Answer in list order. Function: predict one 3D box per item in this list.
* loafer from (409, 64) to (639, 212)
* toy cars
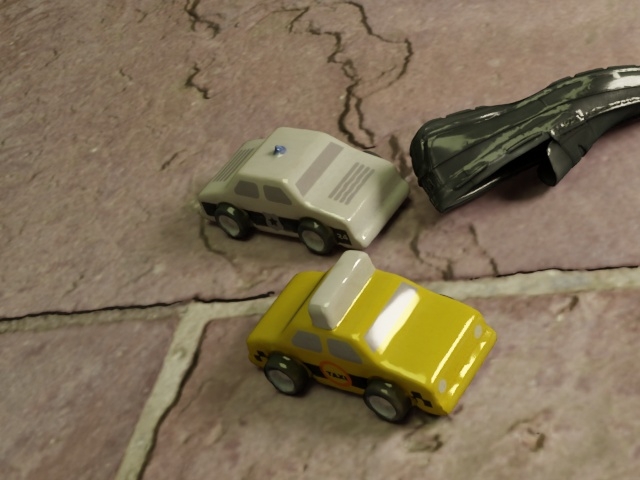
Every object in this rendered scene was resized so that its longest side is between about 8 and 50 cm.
[{"bbox_3d":[0.184,-0.082,1.088,0.223,0.076,0.078,-18,73,-3],"label":"loafer"},{"bbox_3d":[0.000,0.000,1.064,0.176,0.087,0.394,-24,37,0],"label":"toy cars"}]
